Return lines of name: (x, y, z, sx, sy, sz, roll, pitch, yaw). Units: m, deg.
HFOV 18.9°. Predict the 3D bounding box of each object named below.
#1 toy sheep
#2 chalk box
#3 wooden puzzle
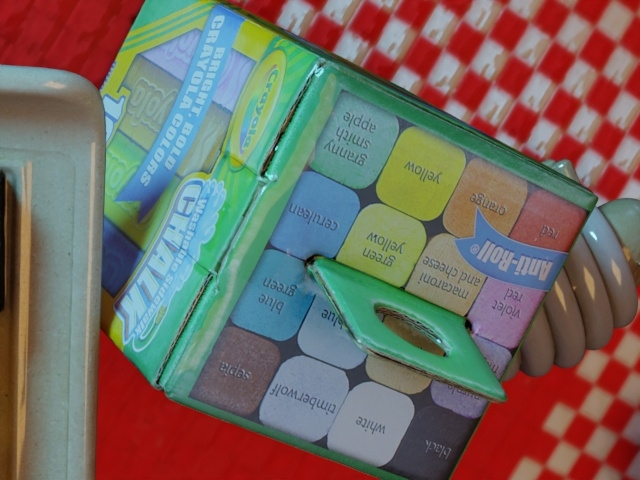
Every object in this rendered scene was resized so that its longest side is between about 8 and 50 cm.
toy sheep: (0.090, 0.018, 0.846, 0.132, 0.091, 0.091, -24, 117, -2)
chalk box: (0.000, 0.000, 0.716, 0.132, 0.213, 0.132, 25, 95, -31)
wooden puzzle: (-0.190, 0.048, 0.684, 0.221, 0.044, 0.239, 4, 110, 2)
